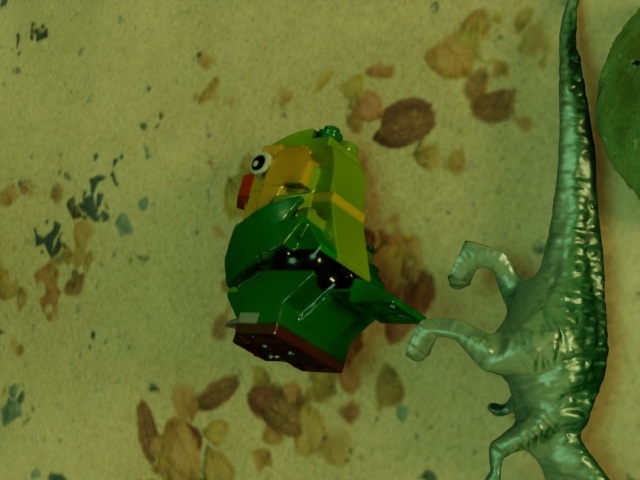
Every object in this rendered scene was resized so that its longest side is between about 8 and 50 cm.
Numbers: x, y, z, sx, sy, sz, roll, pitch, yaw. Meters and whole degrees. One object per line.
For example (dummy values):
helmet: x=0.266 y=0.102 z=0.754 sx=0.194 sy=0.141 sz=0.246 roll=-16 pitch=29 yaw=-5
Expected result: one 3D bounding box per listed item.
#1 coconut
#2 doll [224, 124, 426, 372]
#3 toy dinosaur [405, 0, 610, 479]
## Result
coconut: x=0.223 y=-0.078 z=0.818 sx=0.158 sy=0.055 sz=0.133 roll=30 pitch=101 yaw=40
doll: x=-0.007 y=0.004 z=0.962 sx=0.134 sy=0.106 sz=0.186 roll=-32 pitch=48 yaw=26
toy dinosaur: x=0.117 y=0.019 z=0.867 sx=0.129 sy=0.076 sz=0.383 roll=-3 pitch=86 yaw=7
